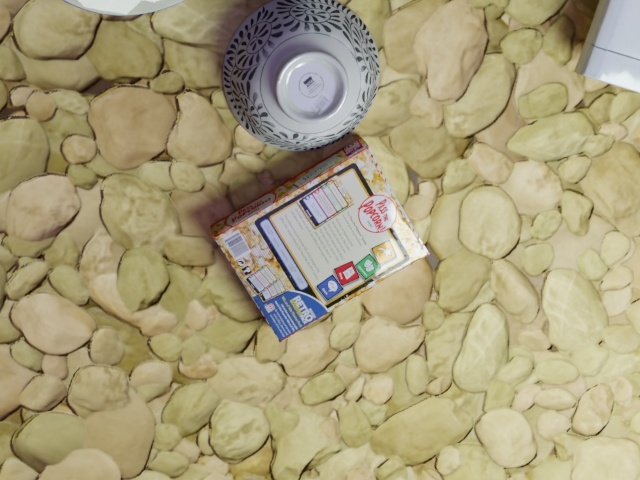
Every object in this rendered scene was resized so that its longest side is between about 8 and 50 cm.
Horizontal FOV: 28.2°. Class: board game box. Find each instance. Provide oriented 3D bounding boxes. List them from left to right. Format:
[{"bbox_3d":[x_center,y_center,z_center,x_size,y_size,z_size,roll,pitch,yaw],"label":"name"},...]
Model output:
[{"bbox_3d":[0.000,0.000,1.390,0.193,0.045,0.146,-30,109,1],"label":"board game box"}]

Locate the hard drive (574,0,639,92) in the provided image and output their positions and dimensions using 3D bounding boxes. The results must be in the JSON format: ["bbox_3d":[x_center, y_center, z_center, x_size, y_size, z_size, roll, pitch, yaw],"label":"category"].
[{"bbox_3d":[0.435,-0.310,1.323,0.233,0.047,0.353,15,104,-9],"label":"hard drive"}]

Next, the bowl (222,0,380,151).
[{"bbox_3d":[-0.015,-0.165,1.317,0.170,0.080,0.170,-2,108,-7],"label":"bowl"}]

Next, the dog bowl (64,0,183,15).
[{"bbox_3d":[-0.183,-0.345,1.166,0.265,0.104,0.265,-17,130,-22],"label":"dog bowl"}]
